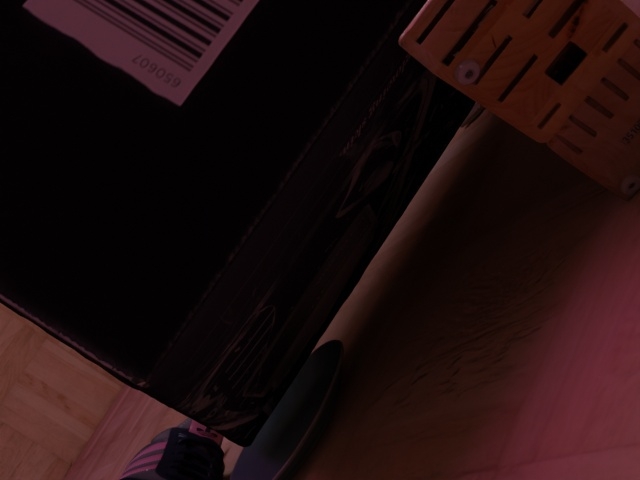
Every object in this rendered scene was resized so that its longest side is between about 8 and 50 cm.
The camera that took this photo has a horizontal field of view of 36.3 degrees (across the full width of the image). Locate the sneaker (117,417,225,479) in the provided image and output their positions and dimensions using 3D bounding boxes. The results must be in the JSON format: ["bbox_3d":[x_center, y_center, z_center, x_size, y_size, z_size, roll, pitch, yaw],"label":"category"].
[{"bbox_3d":[-0.144,0.237,1.001,0.131,0.112,0.319,-59,10,-15],"label":"sneaker"}]

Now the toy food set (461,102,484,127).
[{"bbox_3d":[0.208,-0.228,1.112,0.132,0.038,0.192,-42,16,51],"label":"toy food set"}]

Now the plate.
[{"bbox_3d":[-0.028,0.177,0.917,0.188,0.024,0.188,-52,9,12],"label":"plate"}]

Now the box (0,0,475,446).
[{"bbox_3d":[-0.071,-0.119,0.805,0.480,0.297,0.472,-56,-10,-11],"label":"box"}]

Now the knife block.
[{"bbox_3d":[0.129,-0.143,0.644,0.088,0.275,0.242,-52,39,17],"label":"knife block"}]
